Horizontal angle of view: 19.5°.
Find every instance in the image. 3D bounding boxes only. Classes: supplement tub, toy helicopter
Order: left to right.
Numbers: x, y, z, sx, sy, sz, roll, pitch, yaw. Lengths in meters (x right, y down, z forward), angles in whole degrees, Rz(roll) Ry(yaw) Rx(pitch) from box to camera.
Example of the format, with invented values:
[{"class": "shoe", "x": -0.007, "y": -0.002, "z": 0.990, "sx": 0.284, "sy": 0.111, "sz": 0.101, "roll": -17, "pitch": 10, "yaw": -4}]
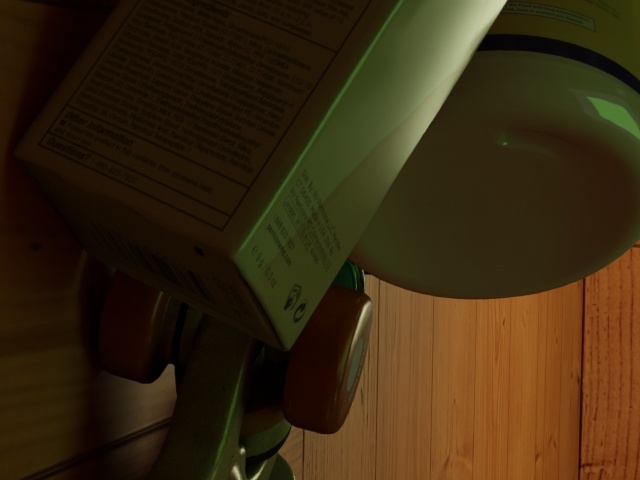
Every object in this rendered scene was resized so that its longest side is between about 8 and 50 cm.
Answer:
[{"class": "toy helicopter", "x": -0.072, "y": 0.180, "z": 1.104, "sx": 0.235, "sy": 0.140, "sz": 0.355, "roll": 66, "pitch": 39, "yaw": -76}, {"class": "supplement tub", "x": 0.111, "y": -0.151, "z": 1.327, "sx": 0.241, "sy": 0.241, "sz": 0.331, "roll": 71, "pitch": 15, "yaw": -52}]

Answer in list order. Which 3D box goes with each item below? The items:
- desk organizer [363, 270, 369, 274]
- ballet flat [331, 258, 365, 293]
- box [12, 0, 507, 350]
[{"class": "desk organizer", "x": 0.033, "y": 0.016, "z": 1.538, "sx": 0.130, "sy": 0.050, "sz": 0.047, "roll": -53, "pitch": 142, "yaw": -64}, {"class": "ballet flat", "x": 0.000, "y": 0.000, "z": 1.395, "sx": 0.070, "sy": 0.070, "sz": 0.188, "roll": -56, "pitch": 147, "yaw": -63}, {"class": "box", "x": -0.007, "y": -0.117, "z": 0.994, "sx": 0.311, "sy": 0.148, "sz": 0.121, "roll": -56, "pitch": 155, "yaw": -16}]
